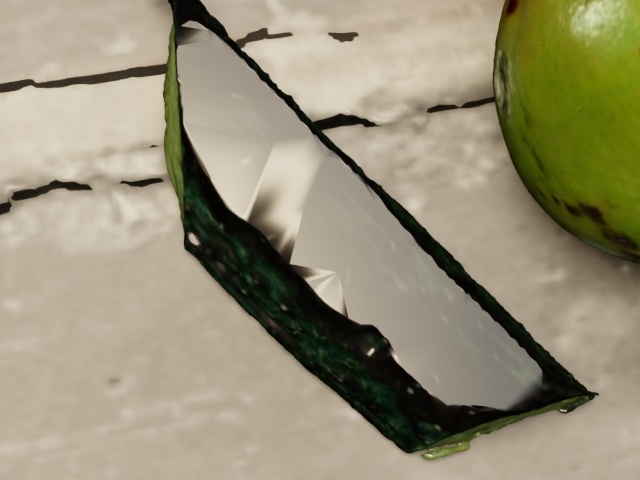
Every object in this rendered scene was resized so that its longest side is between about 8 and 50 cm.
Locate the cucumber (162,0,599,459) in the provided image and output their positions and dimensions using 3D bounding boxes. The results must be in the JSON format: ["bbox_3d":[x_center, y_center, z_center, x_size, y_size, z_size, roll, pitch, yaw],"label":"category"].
[{"bbox_3d":[0.000,0.000,0.578,0.220,0.046,0.070,44,76,3],"label":"cucumber"}]

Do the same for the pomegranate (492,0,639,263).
[{"bbox_3d":[0.158,-0.055,0.579,0.220,0.156,0.156,14,68,-27],"label":"pomegranate"}]
